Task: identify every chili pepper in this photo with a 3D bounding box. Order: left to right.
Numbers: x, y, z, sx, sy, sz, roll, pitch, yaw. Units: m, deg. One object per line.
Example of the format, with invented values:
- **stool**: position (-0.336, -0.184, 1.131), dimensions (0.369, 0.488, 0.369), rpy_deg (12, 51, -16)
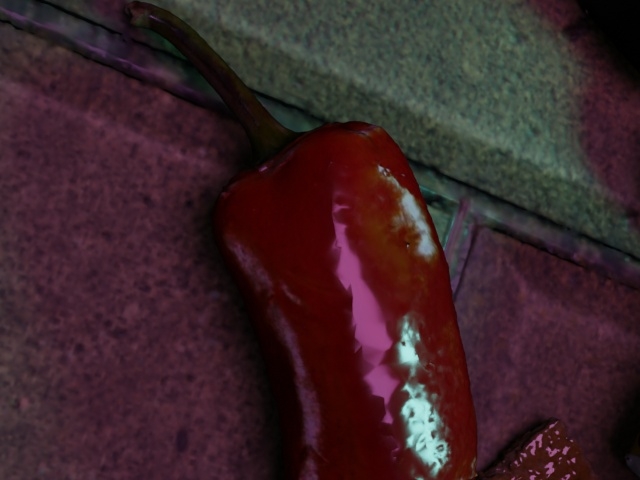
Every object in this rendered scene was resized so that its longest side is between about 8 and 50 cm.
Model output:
- **chili pepper**: position (0.005, -0.001, 0.891), dimensions (0.135, 0.131, 0.338), rpy_deg (-17, 94, -32)

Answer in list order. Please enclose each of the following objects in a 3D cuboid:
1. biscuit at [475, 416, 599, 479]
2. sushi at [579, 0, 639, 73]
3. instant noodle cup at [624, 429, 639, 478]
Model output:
- **biscuit**: position (0.108, 0.234, 0.988), dimensions (0.231, 0.025, 0.131), rpy_deg (-38, 103, -19)
- **sushi**: position (0.258, -0.269, 0.980), dimensions (0.212, 0.215, 0.227), rpy_deg (-36, 82, -25)
- **instant noodle cup**: position (0.302, 0.135, 1.001), dimensions (0.182, 0.182, 0.144), rpy_deg (42, 83, -18)
